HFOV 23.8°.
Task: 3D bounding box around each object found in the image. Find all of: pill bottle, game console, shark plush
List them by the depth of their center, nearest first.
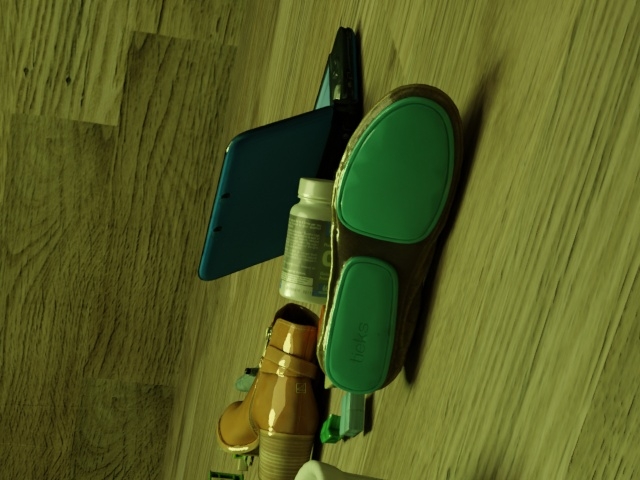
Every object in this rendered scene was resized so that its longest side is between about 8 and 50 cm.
[{"bbox_3d":[0.000,0.000,1.727,0.078,0.078,0.137,-140,57,-78],"label":"pill bottle"},{"bbox_3d":[-0.060,-0.116,2.041,0.293,0.173,0.250,109,164,-48],"label":"game console"},{"bbox_3d":[-0.083,0.204,2.252,0.161,0.067,0.073,142,134,-77],"label":"shark plush"}]

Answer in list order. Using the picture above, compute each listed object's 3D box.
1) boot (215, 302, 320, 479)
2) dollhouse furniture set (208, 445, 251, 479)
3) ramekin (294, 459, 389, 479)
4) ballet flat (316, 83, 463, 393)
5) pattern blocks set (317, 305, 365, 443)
[{"bbox_3d":[-0.066,0.189,2.033,0.283,0.109,0.220,-145,62,-77],"label":"boot"},{"bbox_3d":[-0.147,0.356,2.539,0.076,0.059,0.151,-95,15,-49],"label":"dollhouse furniture set"},{"bbox_3d":[0.040,0.326,1.255,0.277,0.135,0.277,-173,90,-80],"label":"ramekin"},{"bbox_3d":[0.070,-0.012,1.479,0.124,0.116,0.342,-61,-18,-60],"label":"ballet flat"},{"bbox_3d":[0.036,0.075,1.774,0.285,0.026,0.324,147,130,-78],"label":"pattern blocks set"}]
